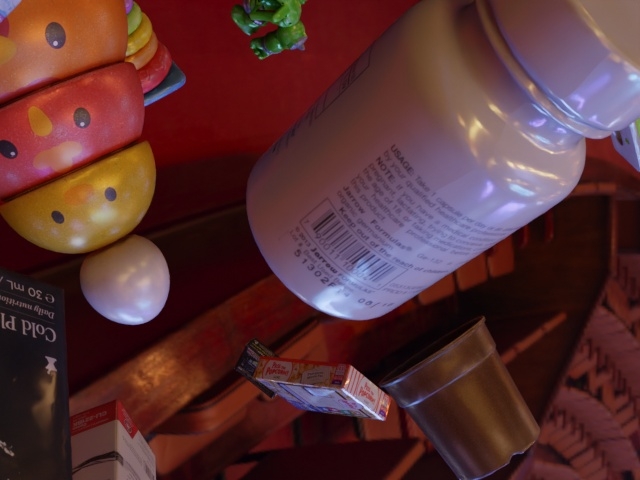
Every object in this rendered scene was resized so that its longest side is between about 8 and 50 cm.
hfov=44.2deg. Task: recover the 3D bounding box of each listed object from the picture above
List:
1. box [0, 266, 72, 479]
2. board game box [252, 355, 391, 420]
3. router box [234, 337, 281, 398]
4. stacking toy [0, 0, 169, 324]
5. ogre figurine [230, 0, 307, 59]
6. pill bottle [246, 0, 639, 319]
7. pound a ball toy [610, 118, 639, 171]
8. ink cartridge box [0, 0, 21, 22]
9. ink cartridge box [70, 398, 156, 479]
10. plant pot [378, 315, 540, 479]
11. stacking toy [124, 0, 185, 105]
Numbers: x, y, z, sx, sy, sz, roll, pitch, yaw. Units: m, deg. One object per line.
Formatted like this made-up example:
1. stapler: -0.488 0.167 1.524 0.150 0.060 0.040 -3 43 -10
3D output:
1. box: -0.583 0.249 0.966 0.480 0.297 0.472 30 39 -49
2. board game box: 0.003 0.255 1.361 0.147 0.193 0.045 45 55 -43
3. router box: -0.136 0.302 1.869 0.038 0.122 0.092 -39 162 -52
4. stacking toy: -0.324 -0.109 1.034 0.350 0.350 0.480 -42 110 -51
5. ogre figurine: -0.076 -0.338 1.114 0.097 0.118 0.197 -26 129 -40
6. pill bottle: 0.070 -0.058 0.439 0.131 0.229 0.131 23 48 -28
7. pound a ball toy: 0.450 -0.253 1.209 0.319 0.208 0.136 54 11 -40
8. ink cartridge box: -0.345 -0.227 0.564 0.306 0.226 0.131 -56 175 -21
9. ink cartridge box: -0.411 0.487 1.558 0.273 0.114 0.197 -112 -179 -56
10. plant pot: 0.189 0.213 1.034 0.165 0.167 0.167 58 32 6
11. stacking toy: -0.363 -0.380 1.363 0.165 0.175 0.302 -30 145 -15
